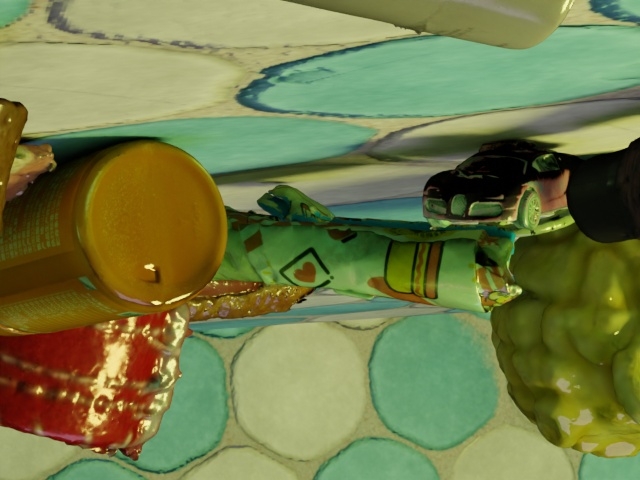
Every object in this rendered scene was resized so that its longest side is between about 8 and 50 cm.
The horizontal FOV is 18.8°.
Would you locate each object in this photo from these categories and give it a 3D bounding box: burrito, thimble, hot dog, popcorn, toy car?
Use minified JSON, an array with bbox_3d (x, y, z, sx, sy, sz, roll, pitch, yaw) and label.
[{"bbox_3d":[0.000,0.000,1.237,0.288,0.054,0.104,4,-161,23],"label":"burrito"},{"bbox_3d":[-0.193,0.062,1.321,0.190,0.125,0.163,18,-177,40],"label":"thimble"},{"bbox_3d":[-0.122,0.035,1.641,0.289,0.068,0.083,-1,-179,-39],"label":"hot dog"},{"bbox_3d":[0.232,0.051,1.316,0.235,0.181,0.217,-21,-162,-14],"label":"popcorn"},{"bbox_3d":[0.115,-0.034,1.170,0.069,0.055,0.142,4,-170,31],"label":"toy car"}]

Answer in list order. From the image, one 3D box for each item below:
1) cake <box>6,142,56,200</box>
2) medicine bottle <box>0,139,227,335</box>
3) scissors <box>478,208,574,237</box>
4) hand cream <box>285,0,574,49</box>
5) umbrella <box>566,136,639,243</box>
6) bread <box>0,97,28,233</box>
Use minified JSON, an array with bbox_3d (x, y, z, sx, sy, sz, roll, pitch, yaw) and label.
[{"bbox_3d":[-0.258,-0.024,1.047,0.225,0.090,0.109,-31,158,33],"label":"cake"},{"bbox_3d":[-0.140,0.002,1.115,0.096,0.096,0.192,-1,173,-34],"label":"medicine bottle"},{"bbox_3d":[0.191,-0.034,1.267,0.187,0.020,0.133,-9,-163,1],"label":"scissors"},{"bbox_3d":[-0.003,-0.089,0.548,0.186,0.054,0.087,5,176,-22],"label":"hand cream"},{"bbox_3d":[0.246,-0.042,1.012,0.094,0.090,0.326,-5,176,-30],"label":"umbrella"},{"bbox_3d":[-0.246,-0.002,0.777,0.232,0.135,0.247,3,171,-29],"label":"bread"}]
